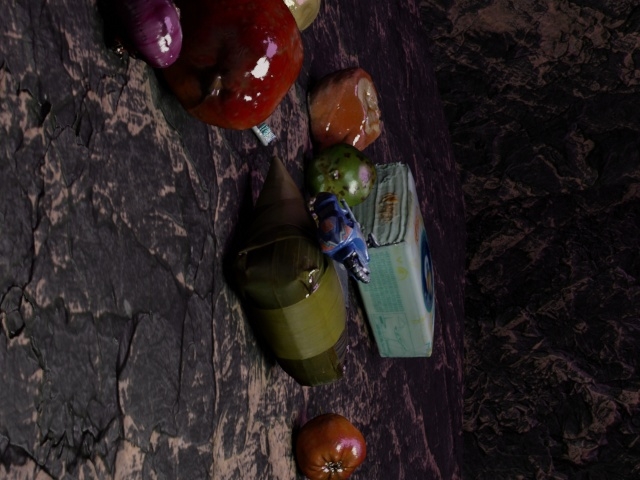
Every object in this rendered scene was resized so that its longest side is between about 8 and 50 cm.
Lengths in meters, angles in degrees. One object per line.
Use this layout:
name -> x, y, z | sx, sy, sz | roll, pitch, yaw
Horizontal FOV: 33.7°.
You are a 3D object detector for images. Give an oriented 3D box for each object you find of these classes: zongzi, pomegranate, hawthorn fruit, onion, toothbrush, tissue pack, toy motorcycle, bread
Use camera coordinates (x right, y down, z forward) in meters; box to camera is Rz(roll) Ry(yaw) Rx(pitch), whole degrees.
zongzi -> -0.035, 0.052, 1.785 | 0.318, 0.154, 0.289 | -87, 165, -47
pomegranate -> 0.046, -0.139, 2.165 | 0.169, 0.143, 0.122 | -39, 121, -62
hawthorn fruit -> 0.015, 0.368, 1.884 | 0.140, 0.125, 0.125 | -157, -124, -73
onion -> -0.225, -0.269, 1.341 | 0.115, 0.104, 0.115 | 46, -12, 13
toothbrush -> -0.139, -0.245, 1.762 | 0.304, 0.030, 0.030 | 54, 32, -57
tissue pack -> 0.174, 0.049, 2.501 | 0.287, 0.162, 0.388 | -84, 163, -44
toy motorcycle -> 0.035, -0.006, 1.679 | 0.114, 0.076, 0.205 | 50, 11, -22
bread -> 0.057, -0.280, 2.316 | 0.244, 0.122, 0.190 | -46, 126, -72
hawthorn fruit -> -0.132, -0.260, 1.486 | 0.250, 0.215, 0.215 | -67, 147, -53

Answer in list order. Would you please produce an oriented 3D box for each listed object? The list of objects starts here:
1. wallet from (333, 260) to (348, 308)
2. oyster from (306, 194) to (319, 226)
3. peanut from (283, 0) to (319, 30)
wallet -> 0.021, 0.046, 2.196 | 0.222, 0.036, 0.167 | 44, 42, -68
oyster -> -0.001, -0.008, 2.055 | 0.105, 0.056, 0.177 | 28, 57, -36
peanut -> -0.079, -0.450, 1.858 | 0.319, 0.147, 0.148 | 41, 44, -72
